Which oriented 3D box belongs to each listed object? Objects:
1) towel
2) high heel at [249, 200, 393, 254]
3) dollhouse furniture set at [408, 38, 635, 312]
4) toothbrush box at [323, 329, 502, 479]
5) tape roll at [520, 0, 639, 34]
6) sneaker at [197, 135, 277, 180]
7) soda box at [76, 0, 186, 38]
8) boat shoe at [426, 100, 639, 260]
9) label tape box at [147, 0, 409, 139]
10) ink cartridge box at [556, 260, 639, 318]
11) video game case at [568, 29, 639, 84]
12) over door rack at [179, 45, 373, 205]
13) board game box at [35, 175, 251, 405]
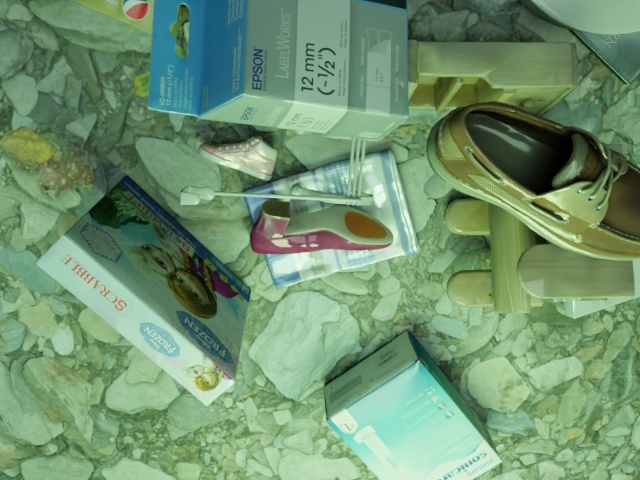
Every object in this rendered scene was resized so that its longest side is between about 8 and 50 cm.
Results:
[{"bbox_3d":[0.022,-0.033,1.134,0.285,0.034,0.209,-15,110,4],"label":"towel"},{"bbox_3d":[0.000,0.000,1.103,0.244,0.082,0.117,6,140,-14],"label":"high heel"},{"bbox_3d":[0.248,-0.086,0.960,0.257,0.362,0.393,0,83,-2],"label":"dollhouse furniture set"},{"bbox_3d":[0.179,0.361,1.238,0.216,0.126,0.295,-37,107,11],"label":"toothbrush box"},{"bbox_3d":[0.444,-0.506,0.919,0.393,0.072,0.391,0,112,-1],"label":"tape roll"},{"bbox_3d":[-0.137,-0.157,1.074,0.135,0.051,0.070,19,108,-12],"label":"sneaker"},{"bbox_3d":[-0.307,-0.376,0.979,0.181,0.061,0.058,22,108,-9],"label":"soda box"},{"bbox_3d":[0.281,-0.066,0.716,0.325,0.116,0.123,19,80,0],"label":"boat shoe"},{"bbox_3d":[-0.053,-0.292,0.877,0.348,0.115,0.248,4,81,-19],"label":"label tape box"},{"bbox_3d":[0.551,0.028,1.173,0.233,0.066,0.188,-16,112,-18],"label":"ink cartridge box"},{"bbox_3d":[0.475,-0.414,1.005,0.274,0.026,0.196,37,106,-13],"label":"video game case"},{"bbox_3d":[-0.063,-0.181,1.012,0.325,0.108,0.239,0,104,-18],"label":"over door rack"},{"bbox_3d":[-0.255,0.063,1.012,0.066,0.318,0.319,-42,107,13],"label":"board game box"}]
